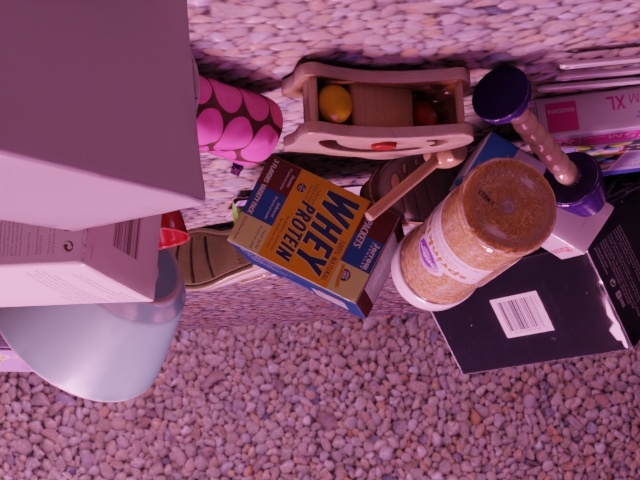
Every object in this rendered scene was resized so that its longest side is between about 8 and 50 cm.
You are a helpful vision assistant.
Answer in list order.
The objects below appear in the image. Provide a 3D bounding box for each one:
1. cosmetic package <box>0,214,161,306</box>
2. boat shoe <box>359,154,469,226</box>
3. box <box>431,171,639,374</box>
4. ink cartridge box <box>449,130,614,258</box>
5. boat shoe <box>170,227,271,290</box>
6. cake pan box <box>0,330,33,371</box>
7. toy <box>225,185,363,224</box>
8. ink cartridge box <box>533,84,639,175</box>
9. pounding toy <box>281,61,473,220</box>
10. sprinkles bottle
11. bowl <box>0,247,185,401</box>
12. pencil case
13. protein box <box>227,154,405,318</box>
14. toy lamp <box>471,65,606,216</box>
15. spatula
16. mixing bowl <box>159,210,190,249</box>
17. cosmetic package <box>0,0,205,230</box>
[{"bbox_3d":[-0.403,-0.007,1.604,0.365,0.155,0.197,-1,164,17],"label":"cosmetic package"},{"bbox_3d":[0.202,-0.065,1.894,0.324,0.123,0.116,10,168,-30],"label":"boat shoe"},{"bbox_3d":[0.391,0.042,2.039,0.343,0.179,0.312,-16,-166,47],"label":"box"},{"bbox_3d":[0.281,-0.058,1.746,0.191,0.082,0.139,33,176,1],"label":"ink cartridge box"},{"bbox_3d":[-0.140,0.029,2.210,0.302,0.113,0.103,-12,163,27],"label":"boat shoe"},{"bbox_3d":[-0.460,0.087,1.996,0.267,0.245,0.070,5,140,-46],"label":"cake pan box"},{"bbox_3d":[-0.022,-0.042,2.040,0.237,0.056,0.137,-3,171,-13],"label":"toy"},{"bbox_3d":[0.379,-0.135,1.730,0.186,0.065,0.311,-6,172,8],"label":"ink cartridge box"},{"bbox_3d":[0.084,-0.108,1.439,0.269,0.155,0.154,2,172,-37],"label":"pounding toy"},{"bbox_3d":[0.186,0.000,1.642,0.121,0.121,0.355,-3,167,-11],"label":"sprinkles bottle"},{"bbox_3d":[-0.328,0.070,1.951,0.311,0.311,0.163,6,138,-47],"label":"bowl"},{"bbox_3d":[-0.133,-0.133,1.393,0.098,0.095,0.209,13,178,32],"label":"pencil case"},{"bbox_3d":[0.000,0.000,1.824,0.200,0.136,0.201,26,174,9],"label":"protein box"},{"bbox_3d":[0.270,-0.106,1.542,0.080,0.080,0.275,-12,150,31],"label":"toy lamp"},{"bbox_3d":[0.380,-0.201,1.486,0.242,0.019,0.168,-4,175,-2],"label":"spatula"},{"bbox_3d":[-0.273,-0.044,1.768,0.181,0.098,0.181,-6,170,-1],"label":"mixing bowl"},{"bbox_3d":[-0.256,-0.139,0.936,0.156,0.217,0.385,-11,166,28],"label":"cosmetic package"}]
